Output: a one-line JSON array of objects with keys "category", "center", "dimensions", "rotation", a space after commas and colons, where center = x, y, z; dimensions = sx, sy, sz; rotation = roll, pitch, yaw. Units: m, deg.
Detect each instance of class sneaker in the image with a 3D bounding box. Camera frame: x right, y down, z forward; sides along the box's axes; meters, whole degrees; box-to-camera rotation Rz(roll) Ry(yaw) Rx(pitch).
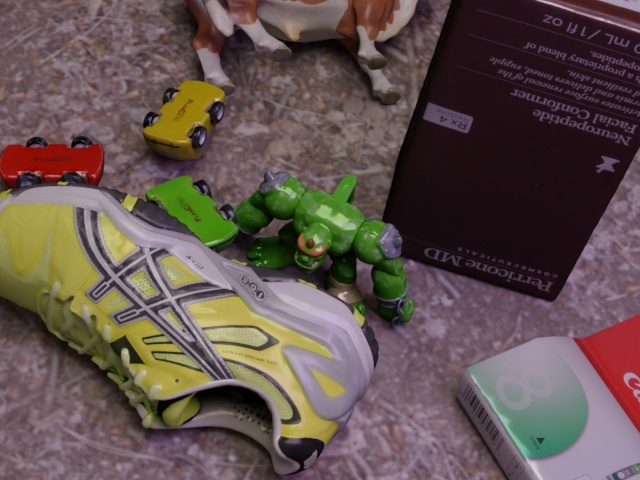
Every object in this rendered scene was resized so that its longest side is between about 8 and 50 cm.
[{"category": "sneaker", "center": [-0.145, 0.071, 1.249], "dimensions": [0.385, 0.145, 0.147], "rotation": [20, 53, 5]}]

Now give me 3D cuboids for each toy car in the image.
[{"category": "toy car", "center": [-0.154, -0.046, 1.363], "dimensions": [0.239, 0.053, 0.225], "rotation": [-24, 49, -25]}]

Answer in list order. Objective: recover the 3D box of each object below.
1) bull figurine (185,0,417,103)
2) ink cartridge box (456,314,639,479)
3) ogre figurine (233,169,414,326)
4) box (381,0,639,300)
[{"category": "bull figurine", "center": [0.004, -0.244, 1.526], "dimensions": [0.310, 0.101, 0.188], "rotation": [-2, 57, -13]}, {"category": "ink cartridge box", "center": [0.262, 0.160, 1.322], "dimensions": [0.225, 0.056, 0.181], "rotation": [-21, 62, -22]}, {"category": "ogre figurine", "center": [0.000, 0.000, 1.342], "dimensions": [0.097, 0.118, 0.197], "rotation": [-35, 67, -30]}, {"category": "box", "center": [0.184, -0.120, 1.300], "dimensions": [0.191, 0.381, 0.143], "rotation": [16, 56, 1]}]
